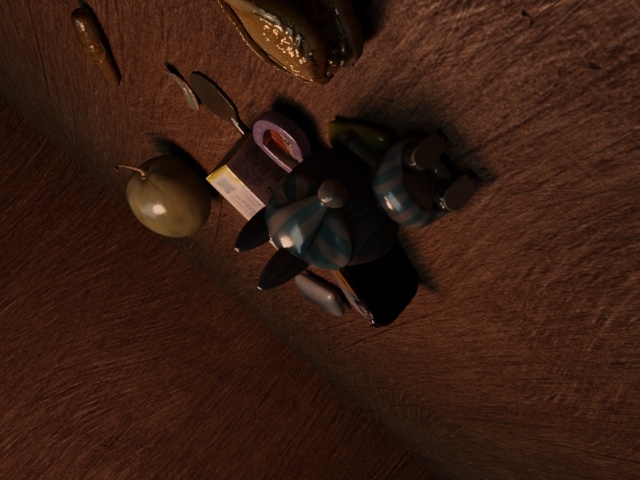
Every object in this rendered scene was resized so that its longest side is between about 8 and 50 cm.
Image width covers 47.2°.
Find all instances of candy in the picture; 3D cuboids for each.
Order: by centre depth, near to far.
[{"bbox_3d":[0.000,0.180,2.456,0.174,0.071,0.138,27,158,33],"label":"candy"}]

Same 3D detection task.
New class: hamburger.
[{"bbox_3d":[-0.059,-0.364,1.145,0.286,0.146,0.243,41,170,-23],"label":"hamburger"}]

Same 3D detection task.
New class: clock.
[{"bbox_3d":[-0.074,-0.221,1.643,0.172,0.064,0.198,25,157,40],"label":"clock"}]

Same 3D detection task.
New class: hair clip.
[{"bbox_3d":[-0.354,-0.390,1.879,0.054,0.022,0.137,20,154,50],"label":"hair clip"}]

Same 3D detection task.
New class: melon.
[{"bbox_3d":[-0.490,-0.142,2.387,0.272,0.271,0.308,34,174,18],"label":"melon"}]

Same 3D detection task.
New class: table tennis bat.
[{"bbox_3d":[-0.238,-0.322,1.815,0.234,0.022,0.131,48,160,-17],"label":"table tennis bat"}]

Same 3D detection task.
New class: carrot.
[{"bbox_3d":[-0.613,-0.517,2.036,0.070,0.070,0.342,35,163,15],"label":"carrot"}]

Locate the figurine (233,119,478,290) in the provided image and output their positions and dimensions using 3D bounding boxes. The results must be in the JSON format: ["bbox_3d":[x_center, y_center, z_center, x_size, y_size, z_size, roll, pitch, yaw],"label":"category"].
[{"bbox_3d":[0.043,-0.021,1.381,0.266,0.377,0.361,47,163,-20],"label":"figurine"}]

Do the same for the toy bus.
[{"bbox_3d":[0.080,0.032,1.778,0.162,0.171,0.386,27,158,45],"label":"toy bus"}]

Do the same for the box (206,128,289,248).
[{"bbox_3d":[-0.127,-0.124,1.796,0.265,0.168,0.097,45,139,-19],"label":"box"}]
